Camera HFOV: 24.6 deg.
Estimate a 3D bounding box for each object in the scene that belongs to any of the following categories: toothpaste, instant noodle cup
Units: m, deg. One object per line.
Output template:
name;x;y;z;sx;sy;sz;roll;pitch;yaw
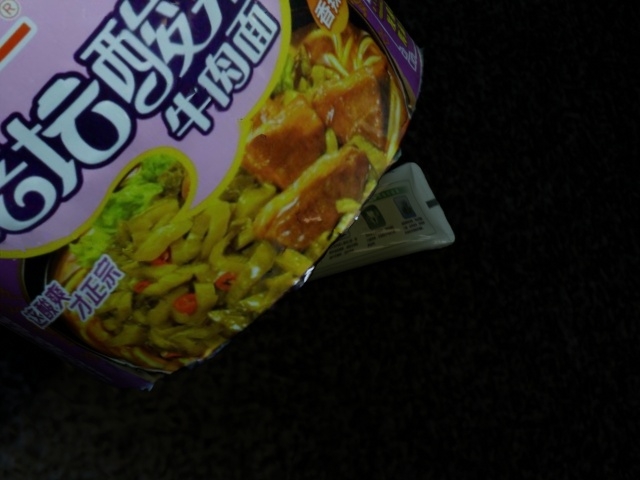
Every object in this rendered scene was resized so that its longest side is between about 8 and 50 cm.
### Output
toothpaste;0.000;0.000;0.931;0.218;0.041;0.064;-19;76;-40
instant noodle cup;-0.122;-0.099;0.728;0.266;0.340;0.340;42;54;-21
